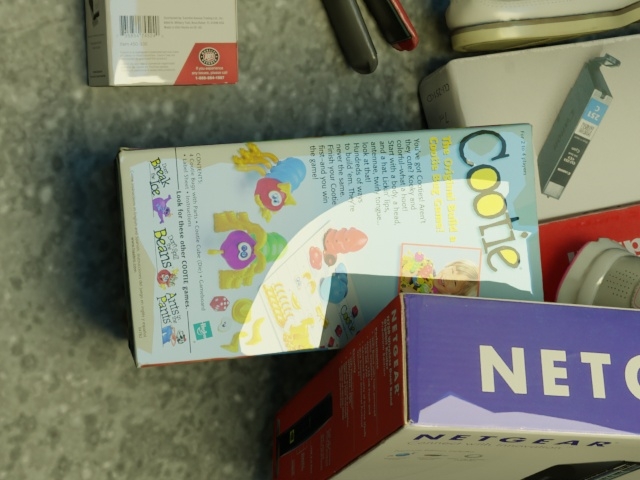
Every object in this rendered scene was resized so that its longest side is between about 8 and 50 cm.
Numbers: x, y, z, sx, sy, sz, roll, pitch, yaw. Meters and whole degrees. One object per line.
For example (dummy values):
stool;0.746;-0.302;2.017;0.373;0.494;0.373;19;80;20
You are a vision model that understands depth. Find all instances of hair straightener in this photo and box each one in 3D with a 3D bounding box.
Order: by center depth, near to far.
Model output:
hair straightener;-0.013;-0.226;1.032;0.089;0.047;0.230;-34;108;-20

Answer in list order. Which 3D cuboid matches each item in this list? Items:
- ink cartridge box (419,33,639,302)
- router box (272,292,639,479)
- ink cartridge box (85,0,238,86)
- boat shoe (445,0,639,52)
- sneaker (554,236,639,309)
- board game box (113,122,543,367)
ink cartridge box;0.250;-0.035;1.132;0.296;0.066;0.261;-11;84;-23
router box;0.163;0.130;0.943;0.335;0.301;0.082;5;69;-14
ink cartridge box;-0.115;-0.178;0.980;0.099;0.056;0.135;-4;96;-27
boat shoe;0.217;-0.220;1.120;0.302;0.113;0.103;-17;101;-35
sneaker;0.302;0.094;1.092;0.252;0.111;0.103;30;87;-30
board game box;0.000;0.000;0.961;0.275;0.142;0.144;-4;91;-10
